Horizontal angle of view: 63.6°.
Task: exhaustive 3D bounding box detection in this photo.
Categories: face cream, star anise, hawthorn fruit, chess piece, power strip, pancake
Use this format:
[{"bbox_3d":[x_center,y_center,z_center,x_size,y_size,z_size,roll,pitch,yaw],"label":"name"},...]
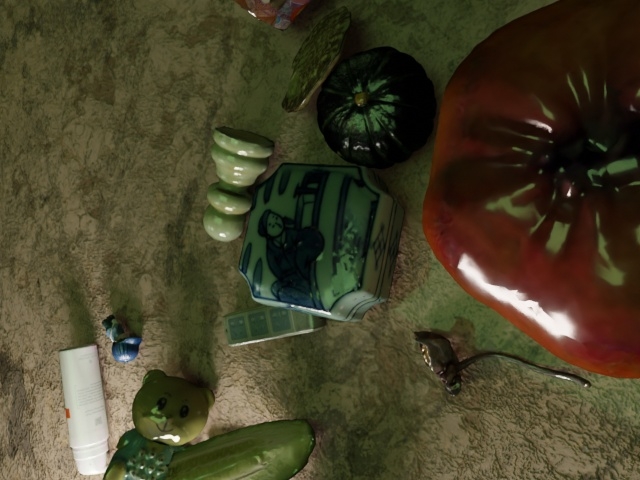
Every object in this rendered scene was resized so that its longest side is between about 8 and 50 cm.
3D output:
[{"bbox_3d":[-0.641,0.461,1.410,0.102,0.102,0.345,-11,84,29],"label":"face cream"},{"bbox_3d":[0.292,0.193,0.882,0.228,0.148,0.218,-23,44,2],"label":"star anise"},{"bbox_3d":[0.372,-0.069,0.631,0.472,0.472,0.471,1,92,30],"label":"hawthorn fruit"},{"bbox_3d":[-0.192,-0.115,1.136,0.133,0.133,0.243,26,111,26],"label":"chess piece"},{"bbox_3d":[-0.108,0.176,1.125,0.272,0.052,0.078,-16,82,29],"label":"power strip"},{"bbox_3d":[-0.010,-0.349,0.994,0.212,0.029,0.235,-13,55,57],"label":"pancake"}]

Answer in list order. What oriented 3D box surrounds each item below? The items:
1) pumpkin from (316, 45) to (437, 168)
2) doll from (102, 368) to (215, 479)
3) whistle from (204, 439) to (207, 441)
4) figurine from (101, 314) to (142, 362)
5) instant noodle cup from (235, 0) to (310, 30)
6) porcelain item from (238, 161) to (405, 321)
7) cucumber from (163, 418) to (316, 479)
[{"bbox_3d":[0.100,-0.238,0.935,0.221,0.162,0.220,0,90,24],"label":"pumpkin"},{"bbox_3d":[-0.368,0.444,1.197,0.177,0.161,0.260,22,82,-6],"label":"doll"},{"bbox_3d":[-0.235,0.501,1.224,0.109,0.057,0.046,-6,44,38],"label":"whistle"},{"bbox_3d":[-0.533,0.261,1.358,0.136,0.079,0.077,32,148,20],"label":"figurine"},{"bbox_3d":[-0.073,-0.560,0.991,0.231,0.243,0.243,-46,70,29],"label":"instant noodle cup"},{"bbox_3d":[0.000,0.000,0.973,0.286,0.157,0.281,9,82,29],"label":"porcelain item"},{"bbox_3d":[-0.161,0.471,1.086,0.326,0.145,0.105,-19,103,-5],"label":"cucumber"}]
